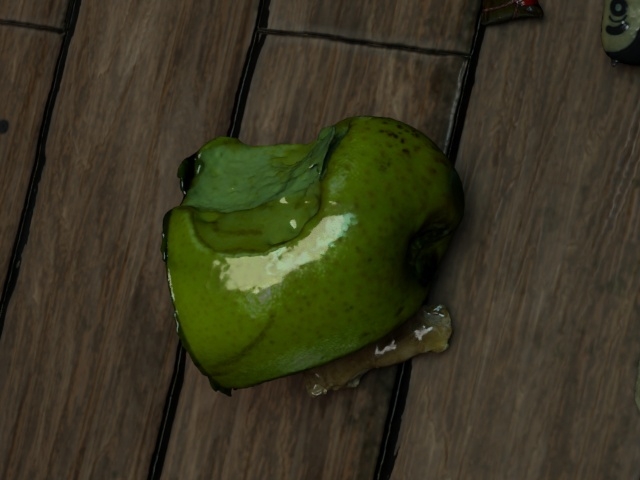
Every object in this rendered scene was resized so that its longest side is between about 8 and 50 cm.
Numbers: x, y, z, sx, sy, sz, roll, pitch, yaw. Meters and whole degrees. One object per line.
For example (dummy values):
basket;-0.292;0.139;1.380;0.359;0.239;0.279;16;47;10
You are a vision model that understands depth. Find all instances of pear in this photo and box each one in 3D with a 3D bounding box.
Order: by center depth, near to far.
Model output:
pear;0.000;0.000;1.105;0.256;0.164;0.238;-10;44;22

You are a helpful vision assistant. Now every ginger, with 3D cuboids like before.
ginger;0.044;0.087;1.172;0.165;0.067;0.096;-20;72;7

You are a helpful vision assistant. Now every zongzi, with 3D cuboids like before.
zongzi;0.174;-0.255;1.155;0.067;0.073;0.083;1;81;43

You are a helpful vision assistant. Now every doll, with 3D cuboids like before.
doll;0.310;-0.234;1.084;0.089;0.102;0.179;29;96;-13

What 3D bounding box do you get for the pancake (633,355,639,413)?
pancake;0.340;0.121;1.048;0.140;0.022;0.139;-4;80;25
